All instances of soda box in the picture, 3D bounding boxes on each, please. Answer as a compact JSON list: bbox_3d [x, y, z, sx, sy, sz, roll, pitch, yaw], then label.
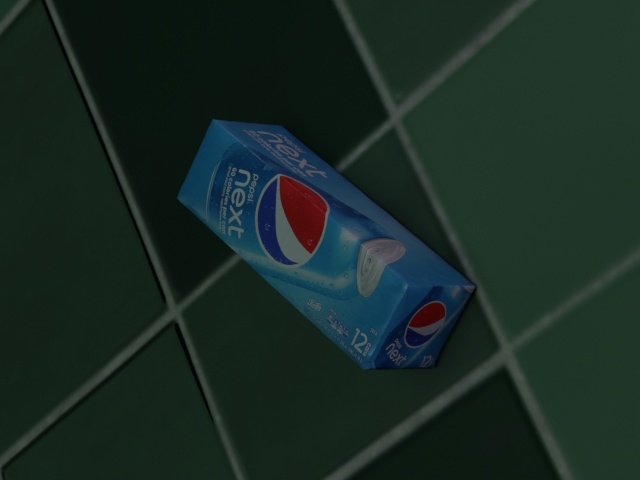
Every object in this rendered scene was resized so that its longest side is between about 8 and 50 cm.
[{"bbox_3d":[0.000,0.000,1.102,0.210,0.071,0.067,40,114,36],"label":"soda box"}]
